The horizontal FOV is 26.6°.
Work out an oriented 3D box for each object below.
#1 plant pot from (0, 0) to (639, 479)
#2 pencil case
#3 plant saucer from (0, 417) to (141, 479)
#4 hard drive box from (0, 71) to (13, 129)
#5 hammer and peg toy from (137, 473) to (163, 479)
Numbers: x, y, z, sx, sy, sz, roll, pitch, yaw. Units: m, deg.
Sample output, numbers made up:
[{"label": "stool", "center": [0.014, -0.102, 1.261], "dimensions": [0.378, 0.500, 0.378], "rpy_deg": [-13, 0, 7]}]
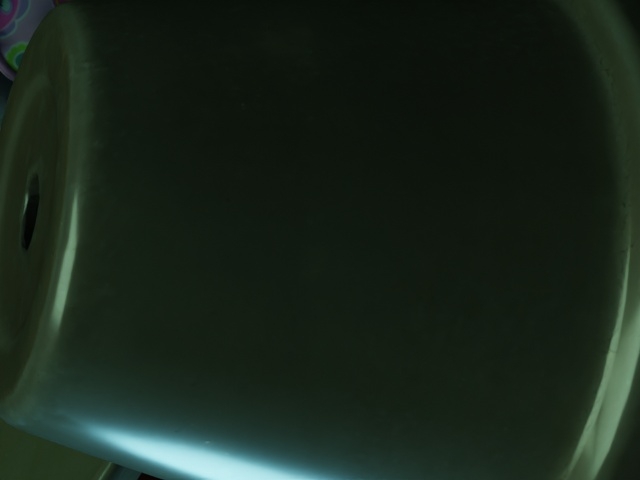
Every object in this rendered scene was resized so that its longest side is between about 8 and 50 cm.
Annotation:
[{"label": "plant pot", "center": [0.000, 0.000, 0.512], "dimensions": [0.263, 0.229, 0.263], "rpy_deg": [-171, 90, -67]}, {"label": "pencil case", "center": [-0.277, -0.229, 1.219], "dimensions": [0.284, 0.124, 0.124], "rpy_deg": [40, 134, 55]}, {"label": "plant saucer", "center": [-0.164, 0.068, 0.779], "dimensions": [0.278, 0.041, 0.277], "rpy_deg": [-24, 52, 35]}, {"label": "hard drive box", "center": [-0.262, -0.056, 1.159], "dimensions": [0.089, 0.181, 0.232], "rpy_deg": [-44, 47, 11]}, {"label": "hammer and peg toy", "center": [-0.074, 0.144, 0.788], "dimensions": [0.266, 0.127, 0.361], "rpy_deg": [-27, 76, 33]}]
